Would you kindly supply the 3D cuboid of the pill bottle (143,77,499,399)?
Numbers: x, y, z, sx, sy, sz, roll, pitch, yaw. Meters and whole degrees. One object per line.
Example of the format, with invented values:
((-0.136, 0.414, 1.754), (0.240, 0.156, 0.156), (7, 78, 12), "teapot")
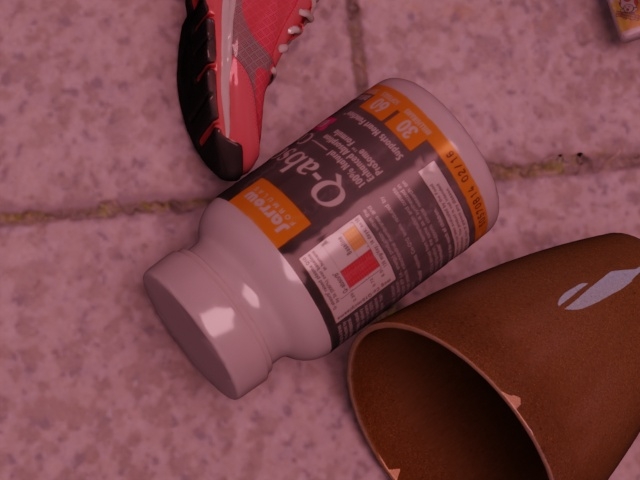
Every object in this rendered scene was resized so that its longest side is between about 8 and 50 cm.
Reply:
((0.000, 0.000, 1.647), (0.278, 0.162, 0.162), (-36, 93, -16), "pill bottle")

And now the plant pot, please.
((0.194, 0.106, 1.667), (0.254, 0.237, 0.237), (-35, 93, -29), "plant pot")

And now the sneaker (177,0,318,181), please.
((-0.046, -0.207, 1.682), (0.136, 0.116, 0.313), (2, 83, -16), "sneaker")

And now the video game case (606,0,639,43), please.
((0.351, -0.310, 1.797), (0.227, 0.026, 0.206), (-17, 80, 1), "video game case")
